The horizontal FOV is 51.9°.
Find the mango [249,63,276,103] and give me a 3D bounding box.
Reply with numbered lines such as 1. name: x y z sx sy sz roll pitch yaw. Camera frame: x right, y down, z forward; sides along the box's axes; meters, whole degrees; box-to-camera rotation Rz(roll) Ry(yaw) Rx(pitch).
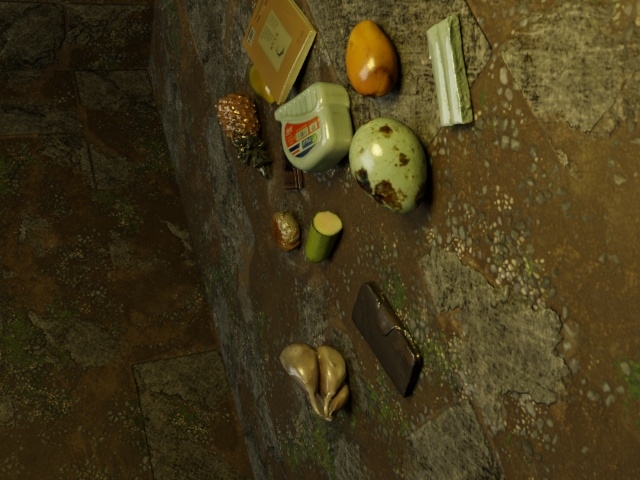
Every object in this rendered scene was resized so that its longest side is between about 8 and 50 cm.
1. mango: -0.183 -0.551 2.258 0.191 0.086 0.122 43 120 43

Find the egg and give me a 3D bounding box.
1. egg: 0.159 -0.169 1.493 0.231 0.169 0.169 64 154 5

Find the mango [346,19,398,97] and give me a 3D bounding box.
1. mango: 0.120 -0.440 1.578 0.144 0.113 0.219 117 150 -53

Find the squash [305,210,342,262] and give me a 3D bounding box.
1. squash: 0.000 0.000 2.001 0.188 0.095 0.095 110 144 -53

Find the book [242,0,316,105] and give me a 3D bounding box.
1. book: -0.144 -0.651 2.119 0.268 0.032 0.388 -59 42 34

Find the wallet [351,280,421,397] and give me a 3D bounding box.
1. wallet: 0.170 0.256 1.750 0.309 0.042 0.165 -122 32 -44

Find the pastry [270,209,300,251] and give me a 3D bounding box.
1. pastry: -0.121 -0.031 2.269 0.153 0.081 0.153 26 120 57

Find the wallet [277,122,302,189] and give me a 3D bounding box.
1. wallet: -0.103 -0.286 2.201 0.124 0.042 0.230 -173 78 -68

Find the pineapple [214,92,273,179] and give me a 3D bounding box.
1. pineapple: -0.276 -0.377 2.442 0.169 0.169 0.340 -40 67 63

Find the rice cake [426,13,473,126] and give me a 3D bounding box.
1. rice cake: 0.265 -0.343 1.352 0.085 0.040 0.226 169 93 -66

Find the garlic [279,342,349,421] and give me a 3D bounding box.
1. garlic: -0.022 0.437 2.043 0.292 0.210 0.237 -169 79 -74

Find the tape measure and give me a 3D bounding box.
1. tape measure: -0.011 -0.318 1.857 0.243 0.125 0.246 -21 76 54
